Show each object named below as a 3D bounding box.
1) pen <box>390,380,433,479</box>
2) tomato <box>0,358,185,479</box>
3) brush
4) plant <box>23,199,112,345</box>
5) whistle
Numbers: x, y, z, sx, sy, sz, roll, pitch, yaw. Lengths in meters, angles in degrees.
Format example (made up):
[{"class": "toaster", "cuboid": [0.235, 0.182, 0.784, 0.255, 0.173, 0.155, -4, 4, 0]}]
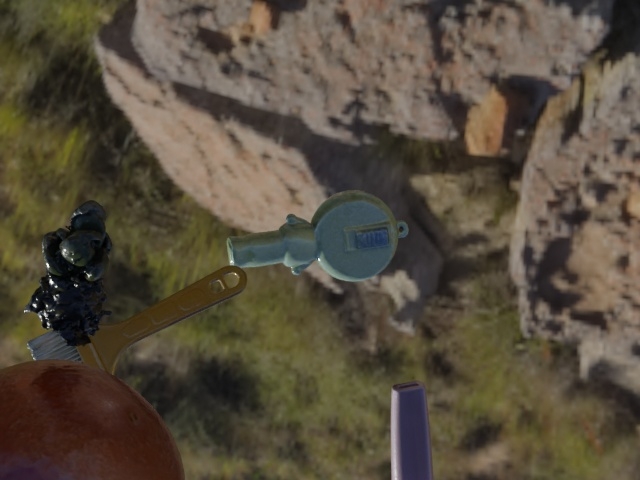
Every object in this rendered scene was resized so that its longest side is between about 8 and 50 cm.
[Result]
[{"class": "pen", "cuboid": [0.112, 0.267, 1.550, 0.053, 0.032, 0.197, -8, 107, -17]}, {"class": "tomato", "cuboid": [-0.269, 0.244, 1.226, 0.264, 0.265, 0.265, 7, 146, 5]}, {"class": "brush", "cuboid": [-0.210, 0.101, 1.515, 0.272, 0.103, 0.013, -27, 157, -7]}, {"class": "plant", "cuboid": [-0.236, 0.034, 1.212, 0.087, 0.085, 0.174, 2, 138, -18]}, {"class": "whistle", "cuboid": [0.000, 0.000, 1.734, 0.258, 0.126, 0.067, -7, -173, -13]}]
